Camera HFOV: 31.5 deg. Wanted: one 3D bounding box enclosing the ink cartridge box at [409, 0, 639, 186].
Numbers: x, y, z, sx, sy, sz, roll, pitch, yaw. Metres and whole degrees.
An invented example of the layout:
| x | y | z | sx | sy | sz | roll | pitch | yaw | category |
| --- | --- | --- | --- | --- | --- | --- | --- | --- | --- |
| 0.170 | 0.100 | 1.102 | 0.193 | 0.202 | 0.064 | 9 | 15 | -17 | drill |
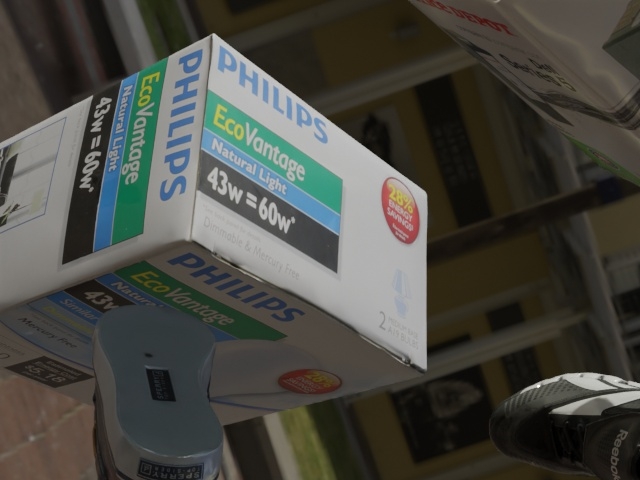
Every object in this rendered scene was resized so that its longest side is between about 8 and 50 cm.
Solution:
| x | y | z | sx | sy | sz | roll | pitch | yaw | category |
| --- | --- | --- | --- | --- | --- | --- | --- | --- | --- |
| 0.185 | -0.133 | 0.726 | 0.273 | 0.114 | 0.198 | 34 | 5 | -28 | ink cartridge box |

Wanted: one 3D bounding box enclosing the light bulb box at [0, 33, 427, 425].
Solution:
| x | y | z | sx | sy | sz | roll | pitch | yaw | category |
| --- | --- | --- | --- | --- | --- | --- | --- | --- | --- |
| -0.132 | 0.023 | 1.172 | 0.358 | 0.361 | 0.225 | 32 | 50 | -42 | light bulb box |

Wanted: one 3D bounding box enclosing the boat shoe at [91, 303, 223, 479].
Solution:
| x | y | z | sx | sy | sz | roll | pitch | yaw | category |
| --- | --- | --- | --- | --- | --- | --- | --- | --- | --- |
| -0.088 | 0.098 | 0.567 | 0.183 | 0.065 | 0.083 | -115 | -144 | -69 | boat shoe |

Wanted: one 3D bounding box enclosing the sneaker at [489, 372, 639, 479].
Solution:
| x | y | z | sx | sy | sz | roll | pitch | yaw | category |
| --- | --- | --- | --- | --- | --- | --- | --- | --- | --- |
| 0.223 | 0.147 | 0.845 | 0.106 | 0.234 | 0.078 | -13 | 100 | -56 | sneaker |
